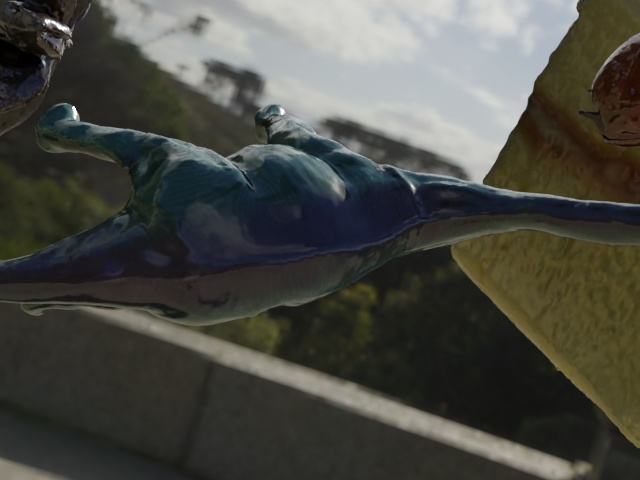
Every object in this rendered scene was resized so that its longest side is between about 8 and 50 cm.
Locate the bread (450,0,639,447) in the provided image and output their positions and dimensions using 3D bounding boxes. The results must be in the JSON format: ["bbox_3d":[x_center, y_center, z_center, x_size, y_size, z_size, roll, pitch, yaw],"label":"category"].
[{"bbox_3d":[0.315,-0.019,1.510,0.405,0.346,0.242,41,6,40],"label":"bread"}]

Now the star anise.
[{"bbox_3d":[-0.214,-0.151,1.223,0.061,0.204,0.181,29,27,-8],"label":"star anise"}]

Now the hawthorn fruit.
[{"bbox_3d":[0.236,-0.106,1.219,0.081,0.093,0.081,53,2,-2],"label":"hawthorn fruit"}]

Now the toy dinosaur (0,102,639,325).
[{"bbox_3d":[0.000,0.000,0.890,0.330,0.129,0.383,12,20,42],"label":"toy dinosaur"}]
